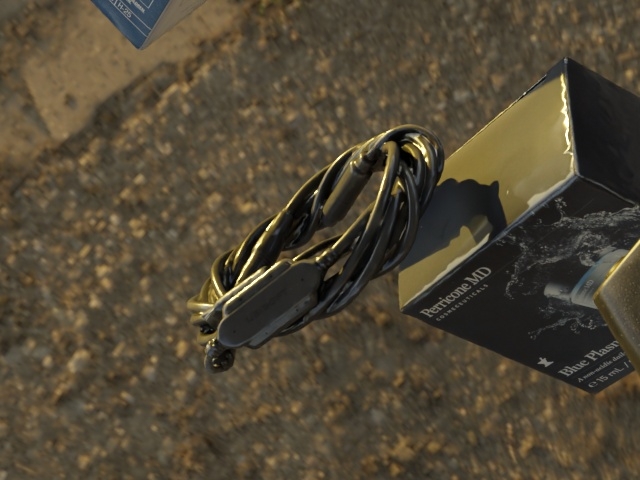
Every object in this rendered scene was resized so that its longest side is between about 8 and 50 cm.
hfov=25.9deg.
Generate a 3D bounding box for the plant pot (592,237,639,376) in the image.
[{"bbox_3d":[0.223,0.019,0.562,0.167,0.188,0.187,41,111,12],"label":"plant pot"}]

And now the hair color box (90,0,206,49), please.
[{"bbox_3d":[-0.058,-0.293,0.990,0.105,0.347,0.174,46,57,-2],"label":"hair color box"}]

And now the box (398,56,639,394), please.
[{"bbox_3d":[0.152,-0.002,0.815,0.156,0.158,0.093,-42,34,41],"label":"box"}]

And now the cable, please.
[{"bbox_3d":[0.000,0.000,0.812,0.184,0.150,0.047,-40,104,13],"label":"cable"}]
